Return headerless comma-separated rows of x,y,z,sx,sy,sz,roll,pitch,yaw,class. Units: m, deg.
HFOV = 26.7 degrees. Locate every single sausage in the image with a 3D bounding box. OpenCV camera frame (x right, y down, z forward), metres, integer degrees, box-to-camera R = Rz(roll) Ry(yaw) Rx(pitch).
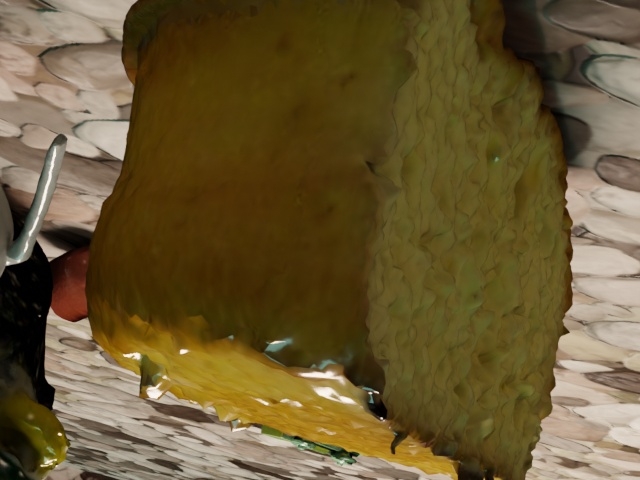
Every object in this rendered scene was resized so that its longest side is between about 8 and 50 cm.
-0.190,0.032,1.084,0.054,0.059,0.094,62,152,-4,sausage

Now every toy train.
-0.007,0.225,1.558,0.122,0.050,0.081,27,163,-37,toy train

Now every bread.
0.000,0.000,0.595,0.179,0.194,0.340,6,165,21,bread

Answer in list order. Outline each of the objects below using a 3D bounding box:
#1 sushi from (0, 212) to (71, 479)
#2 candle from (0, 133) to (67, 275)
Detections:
-0.335,0.139,0.971,0.328,0.285,0.328,-37,142,10,sushi
-0.315,-0.025,0.727,0.342,0.221,0.221,15,163,-5,candle
